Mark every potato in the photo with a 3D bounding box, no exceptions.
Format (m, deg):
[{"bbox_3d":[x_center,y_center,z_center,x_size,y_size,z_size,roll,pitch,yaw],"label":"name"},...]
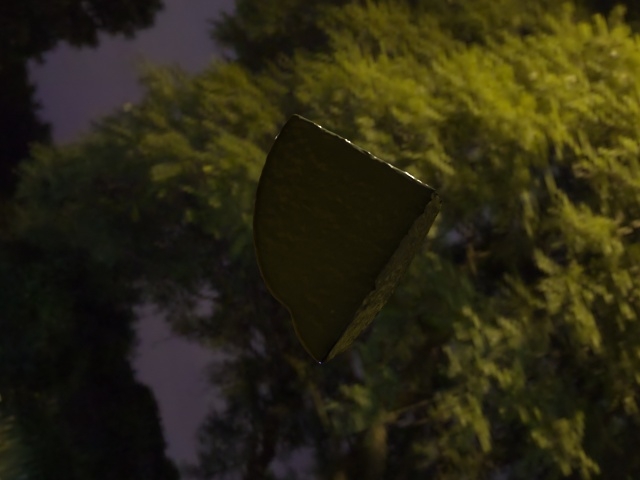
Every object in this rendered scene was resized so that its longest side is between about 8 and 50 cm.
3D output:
[{"bbox_3d":[0.000,0.000,0.830,0.120,0.149,0.081,32,-5,13],"label":"potato"}]

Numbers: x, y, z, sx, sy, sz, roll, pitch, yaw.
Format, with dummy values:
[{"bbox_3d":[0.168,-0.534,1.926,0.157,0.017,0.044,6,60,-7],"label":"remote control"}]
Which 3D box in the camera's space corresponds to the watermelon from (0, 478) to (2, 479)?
[{"bbox_3d":[-0.357,0.273,0.980,0.212,0.212,0.212,163,-90,-73],"label":"watermelon"}]
